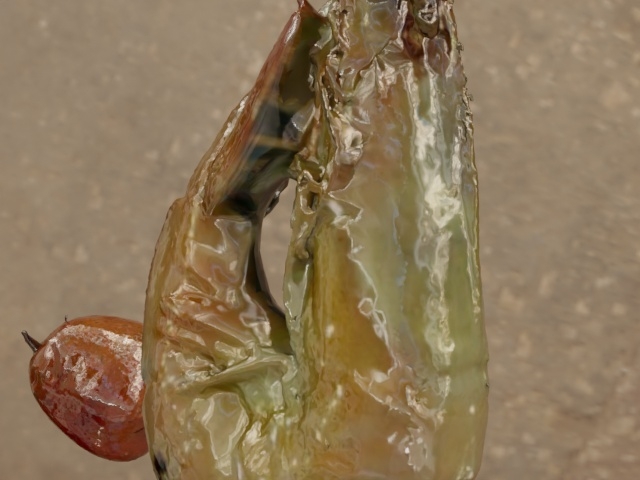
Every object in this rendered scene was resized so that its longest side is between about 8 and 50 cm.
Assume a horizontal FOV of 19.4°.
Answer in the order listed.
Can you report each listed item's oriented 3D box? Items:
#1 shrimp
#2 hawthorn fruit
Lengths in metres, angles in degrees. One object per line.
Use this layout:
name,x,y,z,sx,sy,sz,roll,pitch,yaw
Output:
shrimp,0.000,0.000,0.650,0.145,0.061,0.267,13,103,36
hawthorn fruit,-0.123,0.077,1.055,0.093,0.081,0.081,27,98,17
